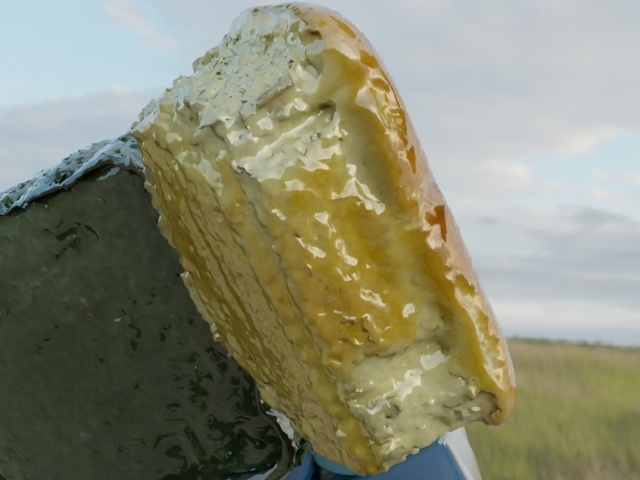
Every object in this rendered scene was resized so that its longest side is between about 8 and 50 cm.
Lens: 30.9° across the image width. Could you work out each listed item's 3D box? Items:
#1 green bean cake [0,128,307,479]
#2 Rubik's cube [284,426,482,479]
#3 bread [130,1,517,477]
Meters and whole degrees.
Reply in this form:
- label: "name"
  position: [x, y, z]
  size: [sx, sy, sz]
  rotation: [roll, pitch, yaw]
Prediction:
- label: "green bean cake"
  position: [-0.143, 0.066, 0.771]
  size: [0.255, 0.241, 0.132]
  rotation: [-23, 16, 24]
- label: "Rubik's cube"
  position: [-0.070, 0.132, 1.155]
  size: [0.347, 0.344, 0.347]
  rotation: [-25, 22, 8]
- label: "bread"
  position: [0.000, 0.000, 0.599]
  size: [0.121, 0.245, 0.174]
  rotation: [-30, 15, -26]
